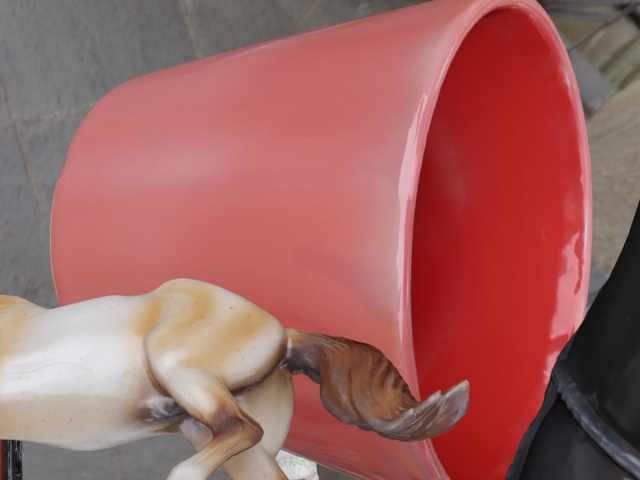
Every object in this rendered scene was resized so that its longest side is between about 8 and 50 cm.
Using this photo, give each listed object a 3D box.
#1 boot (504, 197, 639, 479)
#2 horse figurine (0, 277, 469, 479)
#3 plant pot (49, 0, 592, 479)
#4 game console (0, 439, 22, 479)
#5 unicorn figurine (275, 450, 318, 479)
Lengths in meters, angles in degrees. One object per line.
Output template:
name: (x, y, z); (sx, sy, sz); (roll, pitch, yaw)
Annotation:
boot: (0.069, 0.157, 0.341); (0.146, 0.367, 0.445); (31, 81, 18)
horse figurine: (-0.083, 0.058, 0.426); (0.263, 0.174, 0.066); (-1, 117, 0)
plant pot: (0.000, 0.000, 0.669); (0.275, 0.243, 0.275); (-12, 103, -58)
game console: (-0.272, 0.174, 0.888); (0.085, 0.124, 0.144); (5, 53, -21)
unicorn figurine: (-0.040, 0.206, 1.166); (0.111, 0.060, 0.162); (-40, 49, 9)
